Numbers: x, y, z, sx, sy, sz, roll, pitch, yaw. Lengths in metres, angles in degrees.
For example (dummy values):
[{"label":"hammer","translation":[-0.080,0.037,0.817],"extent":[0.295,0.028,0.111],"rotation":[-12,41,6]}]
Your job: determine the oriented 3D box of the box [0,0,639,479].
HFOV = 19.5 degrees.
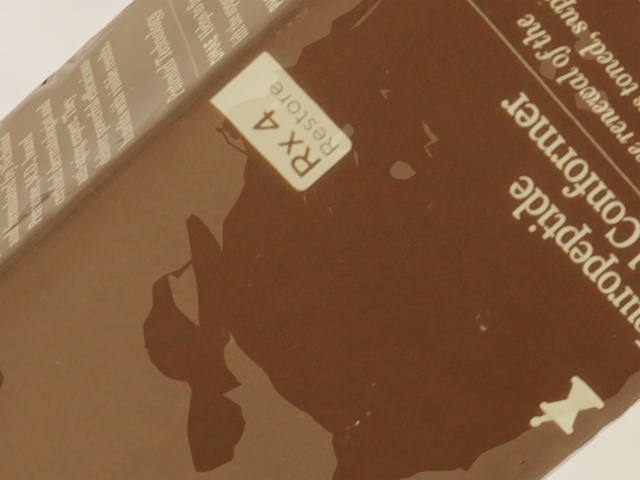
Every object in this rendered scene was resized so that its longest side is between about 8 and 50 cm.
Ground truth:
[{"label":"box","translation":[0.000,0.000,0.643],"extent":[0.381,0.143,0.191],"rotation":[-41,115,10]}]
